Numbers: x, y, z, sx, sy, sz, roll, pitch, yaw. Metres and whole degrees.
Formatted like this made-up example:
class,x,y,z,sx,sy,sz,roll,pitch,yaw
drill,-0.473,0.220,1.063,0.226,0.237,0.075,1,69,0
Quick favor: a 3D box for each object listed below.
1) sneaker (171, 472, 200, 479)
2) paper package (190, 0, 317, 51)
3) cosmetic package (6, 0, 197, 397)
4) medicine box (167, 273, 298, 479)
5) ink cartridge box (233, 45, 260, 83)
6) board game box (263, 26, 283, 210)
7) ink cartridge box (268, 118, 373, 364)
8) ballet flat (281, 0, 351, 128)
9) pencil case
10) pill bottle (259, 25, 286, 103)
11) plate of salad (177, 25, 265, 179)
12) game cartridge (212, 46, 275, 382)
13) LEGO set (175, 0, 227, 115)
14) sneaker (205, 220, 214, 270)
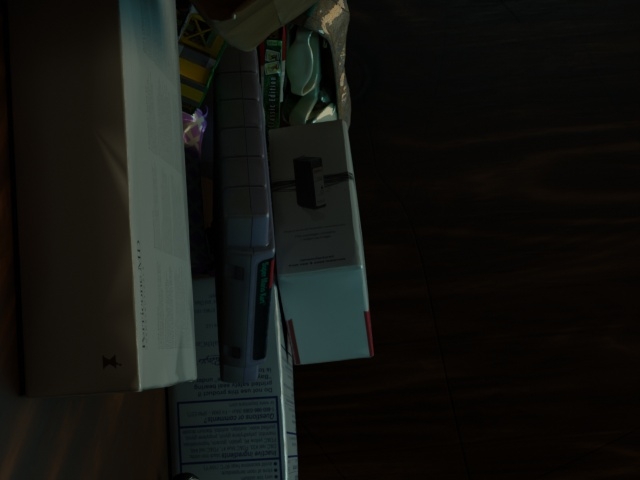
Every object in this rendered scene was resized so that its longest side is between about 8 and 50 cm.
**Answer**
class,x,y,z,sx,sy,sz,roll,pitch,yaw
sneaker,-0.154,0.332,1.590,0.228,0.086,0.132,120,-37,-74
paper package,-0.097,-0.326,1.070,0.325,0.168,0.309,55,2,-2
cosmetic package,-0.177,-0.062,1.158,0.284,0.097,0.377,77,10,-85
medicine box,-0.114,0.201,1.848,0.263,0.149,0.289,76,11,-81
ink cartridge box,-0.148,-0.222,1.943,0.176,0.127,0.128,-93,-178,-65
board game box,-0.071,-0.188,1.998,0.136,0.030,0.259,-86,179,-63
ink cartridge box,0.000,0.000,1.880,0.197,0.114,0.273,81,3,-48
ballet flat,-0.017,-0.226,1.985,0.316,0.107,0.106,86,24,-48
pencil case,-0.169,-0.054,1.602,0.086,0.088,0.206,75,11,-81
pill bottle,-0.105,-0.400,2.106,0.407,0.229,0.229,83,3,-56
plate of salad,-0.134,-0.168,1.669,0.048,0.200,0.200,-29,124,-42
game cartridge,-0.089,-0.015,1.547,0.355,0.068,0.230,97,-16,-57
LEGO set,-0.174,-0.300,1.438,0.331,0.192,0.255,-86,-157,-53
sneaker,-0.147,0.053,2.191,0.281,0.106,0.162,-124,-156,-73
